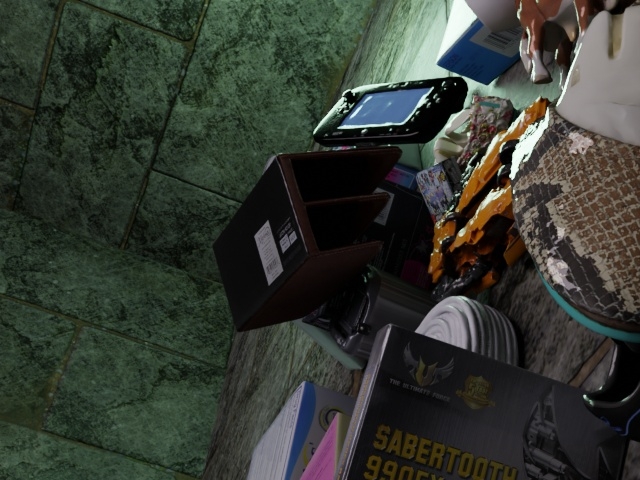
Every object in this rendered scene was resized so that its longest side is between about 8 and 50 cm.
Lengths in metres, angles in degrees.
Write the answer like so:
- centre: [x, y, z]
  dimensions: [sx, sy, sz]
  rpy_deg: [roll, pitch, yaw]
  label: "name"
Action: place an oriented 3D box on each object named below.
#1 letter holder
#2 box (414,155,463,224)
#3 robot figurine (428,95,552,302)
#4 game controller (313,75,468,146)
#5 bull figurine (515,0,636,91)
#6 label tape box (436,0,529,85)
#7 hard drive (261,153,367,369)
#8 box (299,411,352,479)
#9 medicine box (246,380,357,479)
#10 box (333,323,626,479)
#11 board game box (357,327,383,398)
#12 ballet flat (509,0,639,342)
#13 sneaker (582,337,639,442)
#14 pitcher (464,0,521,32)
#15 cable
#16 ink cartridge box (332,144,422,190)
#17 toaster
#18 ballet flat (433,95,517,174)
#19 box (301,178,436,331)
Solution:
- centre: [0.000, 0.000, 1.479]
  dimensions: [0.302, 0.214, 0.152]
  rpy_deg: [-47, 57, 56]
  label: "letter holder"
- centre: [0.193, -0.074, 1.568]
  dimensions: [0.137, 0.027, 0.094]
  rpy_deg: [155, 92, -78]
  label: "box"
- centre: [0.225, -0.035, 1.285]
  dimensions: [0.291, 0.085, 0.211]
  rpy_deg: [123, 165, -52]
  label: "robot figurine"
- centre: [0.125, -0.235, 1.869]
  dimensions: [0.319, 0.067, 0.166]
  rpy_deg: [3, 38, 49]
  label: "game controller"
- centre: [0.309, -0.290, 1.170]
  dimensions: [0.310, 0.101, 0.188]
  rpy_deg: [134, 137, -79]
  label: "bull figurine"
- centre: [0.309, -0.448, 1.609]
  dimensions: [0.240, 0.106, 0.333]
  rpy_deg: [140, 148, -71]
  label: "label tape box"
- centre: [-0.005, 0.045, 1.775]
  dimensions: [0.047, 0.353, 0.233]
  rpy_deg: [-8, 53, 35]
  label: "hard drive"
- centre: [0.087, 0.313, 0.946]
  dimensions: [0.243, 0.213, 0.117]
  rpy_deg: [-86, 18, -57]
  label: "box"
- centre: [-0.029, 0.416, 1.610]
  dimensions: [0.289, 0.149, 0.263]
  rpy_deg: [121, 165, -50]
  label: "medicine box"
- centre: [0.135, 0.195, 0.865]
  dimensions: [0.056, 0.231, 0.183]
  rpy_deg: [131, 158, -74]
  label: "box"
- centre: [0.090, 0.170, 1.257]
  dimensions: [0.154, 0.026, 0.103]
  rpy_deg: [-172, 102, -80]
  label: "board game box"
- centre: [0.243, -0.108, 0.760]
  dimensions: [0.483, 0.164, 0.182]
  rpy_deg: [-50, -32, -61]
  label: "ballet flat"
- centre: [0.279, 0.045, 0.771]
  dimensions: [0.081, 0.090, 0.232]
  rpy_deg: [-156, 86, -82]
  label: "sneaker"
- centre: [0.287, -0.396, 1.385]
  dimensions: [0.207, 0.125, 0.178]
  rpy_deg: [-39, 32, 21]
  label: "pitcher"
- centre: [0.151, 0.196, 1.223]
  dimensions: [0.257, 0.089, 0.257]
  rpy_deg: [-84, 17, -53]
  label: "cable"
- centre: [0.061, -0.051, 2.099]
  dimensions: [0.270, 0.151, 0.395]
  rpy_deg: [-87, 18, -62]
  label: "ink cartridge box"
- centre: [0.107, 0.117, 1.458]
  dimensions: [0.227, 0.146, 0.129]
  rpy_deg: [-151, 81, -81]
  label: "toaster"
- centre: [0.223, -0.152, 1.575]
  dimensions: [0.241, 0.077, 0.091]
  rpy_deg: [122, 164, -54]
  label: "ballet flat"
- centre: [0.089, 0.040, 1.668]
  dimensions: [0.142, 0.163, 0.247]
  rpy_deg: [144, 145, -71]
  label: "box"
